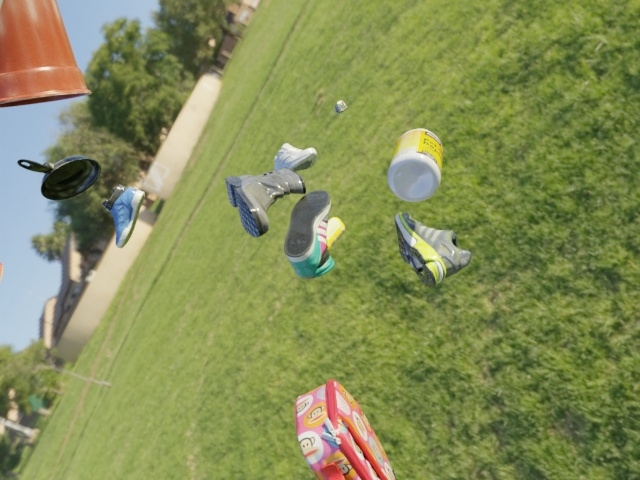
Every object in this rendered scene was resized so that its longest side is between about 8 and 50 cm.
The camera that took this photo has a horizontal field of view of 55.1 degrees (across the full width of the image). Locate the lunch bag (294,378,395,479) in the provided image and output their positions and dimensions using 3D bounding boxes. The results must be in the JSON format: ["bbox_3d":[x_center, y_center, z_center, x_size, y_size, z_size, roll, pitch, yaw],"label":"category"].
[{"bbox_3d":[0.057,0.454,1.246,0.120,0.293,0.258,-30,15,7],"label":"lunch bag"}]

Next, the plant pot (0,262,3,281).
[{"bbox_3d":[-0.669,0.085,0.979,0.275,0.243,0.275,-36,42,41],"label":"plant pot"}]

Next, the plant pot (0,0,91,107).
[{"bbox_3d":[-0.758,-0.491,1.574,0.272,0.272,0.265,-126,26,-76],"label":"plant pot"}]

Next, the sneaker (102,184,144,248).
[{"bbox_3d":[-0.494,-0.062,1.501,0.058,0.084,0.152,-93,24,-77],"label":"sneaker"}]

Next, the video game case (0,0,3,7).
[{"bbox_3d":[-0.794,-0.544,1.289,0.036,0.300,0.329,30,-107,-76],"label":"video game case"}]

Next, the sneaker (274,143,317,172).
[{"bbox_3d":[-0.102,-0.295,2.164,0.232,0.090,0.115,-20,79,48],"label":"sneaker"}]

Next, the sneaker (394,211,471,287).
[{"bbox_3d":[0.264,0.011,1.493,0.300,0.121,0.111,-115,12,-59],"label":"sneaker"}]

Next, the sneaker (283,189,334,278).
[{"bbox_3d":[-0.017,0.002,1.809,0.295,0.123,0.178,-70,-26,-43],"label":"sneaker"}]

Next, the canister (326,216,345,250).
[{"bbox_3d":[0.000,0.000,1.988,0.126,0.073,0.170,-33,8,33],"label":"canister"}]

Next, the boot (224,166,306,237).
[{"bbox_3d":[-0.141,-0.135,1.798,0.338,0.222,0.118,-124,25,-54],"label":"boot"}]

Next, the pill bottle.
[{"bbox_3d":[0.223,-0.183,1.421,0.117,0.117,0.215,-54,8,32],"label":"pill bottle"}]

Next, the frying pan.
[{"bbox_3d":[-0.821,-0.193,1.876,0.197,0.053,0.326,-44,-17,27],"label":"frying pan"}]

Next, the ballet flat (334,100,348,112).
[{"bbox_3d":[0.072,-0.467,2.135,0.041,0.041,0.114,-58,1,18],"label":"ballet flat"}]
